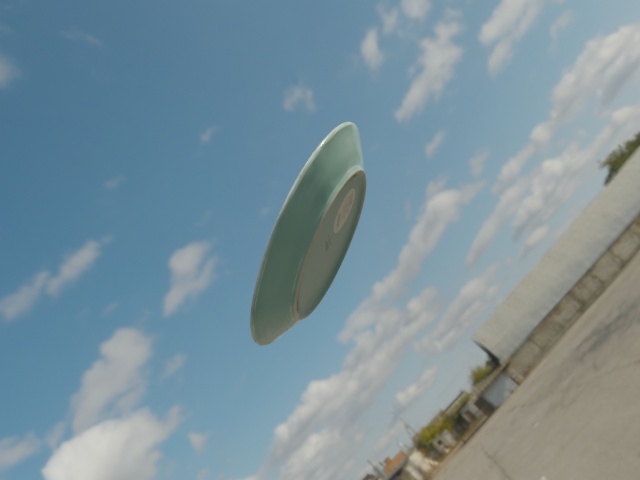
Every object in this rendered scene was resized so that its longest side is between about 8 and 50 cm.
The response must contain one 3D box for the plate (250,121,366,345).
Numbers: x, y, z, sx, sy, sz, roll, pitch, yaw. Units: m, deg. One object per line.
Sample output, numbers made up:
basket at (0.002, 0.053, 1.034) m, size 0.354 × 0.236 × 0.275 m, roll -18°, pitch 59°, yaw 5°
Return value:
plate at (0.000, 0.000, 0.560) m, size 0.188 × 0.024 × 0.188 m, roll -59°, pitch -16°, yaw -29°
